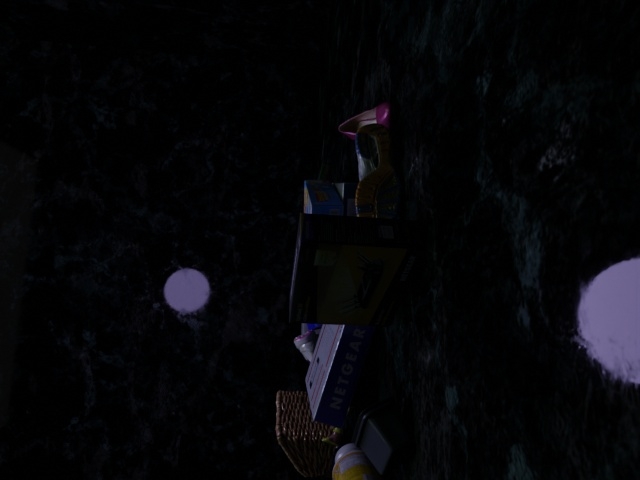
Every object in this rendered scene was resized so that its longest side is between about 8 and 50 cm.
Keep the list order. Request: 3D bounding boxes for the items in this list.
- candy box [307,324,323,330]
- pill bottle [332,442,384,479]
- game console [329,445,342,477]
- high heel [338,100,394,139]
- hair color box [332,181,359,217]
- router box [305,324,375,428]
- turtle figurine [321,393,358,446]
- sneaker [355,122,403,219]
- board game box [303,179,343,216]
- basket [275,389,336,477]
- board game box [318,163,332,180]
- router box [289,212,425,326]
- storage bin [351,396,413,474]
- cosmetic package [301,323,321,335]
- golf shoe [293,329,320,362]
[{"bbox_3d":[-0.016,0.227,1.908,0.317,0.122,0.268,112,143,-76],"label":"candy box"},{"bbox_3d":[0.089,0.559,1.061,0.208,0.118,0.117,-133,47,-81],"label":"pill bottle"},{"bbox_3d":[0.077,0.669,1.294,0.085,0.124,0.144,-48,-29,-55],"label":"game console"},{"bbox_3d":[0.122,-0.321,1.240,0.244,0.117,0.082,-144,57,-83],"label":"high heel"},{"bbox_3d":[0.092,-0.094,1.447,0.347,0.105,0.173,-130,42,-80],"label":"hair color box"},{"bbox_3d":[0.053,0.311,1.331,0.301,0.082,0.335,-149,77,-83],"label":"router box"},{"bbox_3d":[0.066,0.513,1.426,0.269,0.087,0.217,126,163,-67],"label":"turtle figurine"},{"bbox_3d":[0.144,-0.133,1.125,0.131,0.112,0.296,64,-154,-66],"label":"sneaker"},{"bbox_3d":[0.000,0.000,1.386,0.302,0.086,0.308,-106,17,-70],"label":"board game box"},{"bbox_3d":[-0.060,0.715,1.704,0.299,0.223,0.213,-113,27,-74],"label":"basket"},{"bbox_3d":[0.007,-0.127,1.742,0.317,0.046,0.213,-80,-6,-57],"label":"board game box"},{"bbox_3d":[0.062,0.076,1.002,0.309,0.243,0.081,100,171,-50],"label":"router box"},{"bbox_3d":[0.133,0.397,0.933,0.091,0.098,0.135,50,144,39],"label":"storage bin"},{"bbox_3d":[-0.026,0.369,2.204,0.107,0.127,0.238,106,168,-62],"label":"cosmetic package"},{"bbox_3d":[-0.033,0.463,1.943,0.140,0.115,0.306,59,179,17],"label":"golf shoe"}]
